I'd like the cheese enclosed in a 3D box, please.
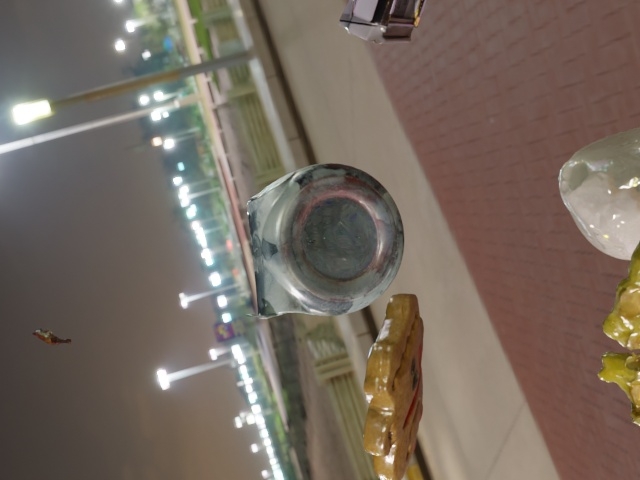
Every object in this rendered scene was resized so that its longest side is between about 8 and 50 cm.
[{"bbox_3d":[0.404,-0.060,1.102,0.189,0.197,0.155,61,-162,-48],"label":"cheese"}]

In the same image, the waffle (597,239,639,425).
[{"bbox_3d":[0.444,0.096,0.857,0.324,0.302,0.068,34,-170,-1],"label":"waffle"}]

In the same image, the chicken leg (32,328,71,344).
[{"bbox_3d":[-0.559,0.202,1.813,0.036,0.083,0.021,-22,-54,-73],"label":"chicken leg"}]

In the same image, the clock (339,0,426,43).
[{"bbox_3d":[0.112,-0.402,1.342,0.253,0.083,0.187,-33,-36,-68],"label":"clock"}]

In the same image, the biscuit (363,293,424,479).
[{"bbox_3d":[0.081,0.159,0.884,0.166,0.036,0.226,-65,-24,-45],"label":"biscuit"}]

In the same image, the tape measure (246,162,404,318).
[{"bbox_3d":[0.000,0.000,1.481,0.147,0.274,0.257,175,89,-68],"label":"tape measure"}]
